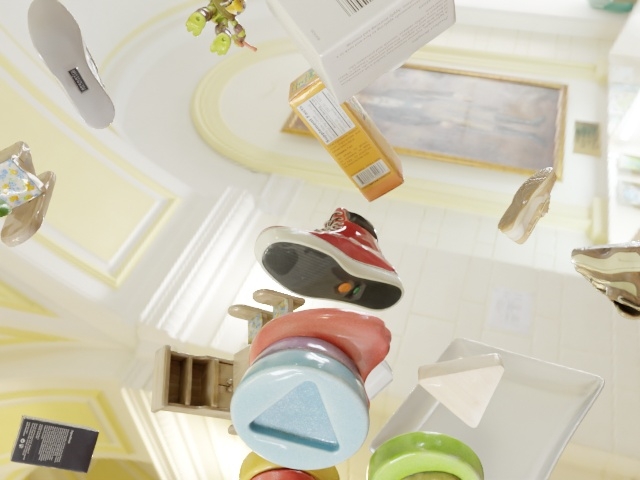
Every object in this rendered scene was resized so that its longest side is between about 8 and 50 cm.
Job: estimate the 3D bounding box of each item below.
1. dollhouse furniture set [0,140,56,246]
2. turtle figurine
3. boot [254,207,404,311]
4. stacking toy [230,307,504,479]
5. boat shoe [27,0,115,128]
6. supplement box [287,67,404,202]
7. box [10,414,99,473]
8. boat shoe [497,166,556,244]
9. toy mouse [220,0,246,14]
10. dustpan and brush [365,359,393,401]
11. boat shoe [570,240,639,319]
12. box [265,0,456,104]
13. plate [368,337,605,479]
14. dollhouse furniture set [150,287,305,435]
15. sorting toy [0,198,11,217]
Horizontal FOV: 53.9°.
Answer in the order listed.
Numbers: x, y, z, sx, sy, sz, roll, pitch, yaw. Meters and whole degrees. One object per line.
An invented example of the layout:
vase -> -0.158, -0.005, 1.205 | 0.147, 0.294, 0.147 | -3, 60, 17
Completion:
dollhouse furniture set -> -0.634, -0.062, 0.805 | 0.362, 0.394, 0.256 | 57, -167, -39
turtle figurine -> -0.230, -0.522, 1.475 | 0.269, 0.087, 0.217 | 49, -152, -34
boot -> 0.000, 0.000, 0.925 | 0.088, 0.244, 0.176 | -49, 38, 28
stacking toy -> 0.041, 0.234, 0.637 | 0.130, 0.280, 0.308 | -78, -8, -62
boat shoe -> -0.499, -0.354, 1.273 | 0.267, 0.096, 0.088 | 62, 166, -22
supplement box -> 0.045, -0.176, 1.033 | 0.233, 0.080, 0.078 | 50, -156, -28
box -> -0.582, 0.443, 1.375 | 0.156, 0.158, 0.093 | -26, 50, 62
boat shoe -> 0.388, -0.062, 1.155 | 0.170, 0.059, 0.063 | -50, 15, -20
toy mouse -> -0.107, -0.446, 1.090 | 0.143, 0.031, 0.161 | -46, 28, 8
dustpan and brush -> 0.045, 0.245, 1.284 | 0.147, 0.211, 0.060 | -46, -26, 12
boat shoe -> 0.375, 0.052, 0.778 | 0.257, 0.095, 0.095 | 4, -101, -81
box -> 0.038, -0.299, 0.755 | 0.181, 0.182, 0.119 | -35, -20, 2
plate -> 0.258, 0.287, 0.988 | 0.278, 0.277, 0.045 | -43, -56, -30
dollhouse furniture set -> -0.148, 0.212, 1.037 | 0.161, 0.242, 0.212 | 20, -128, -35
sorting toy -> -0.376, -0.052, 0.663 | 0.061, 0.102, 0.042 | -29, -52, -58
